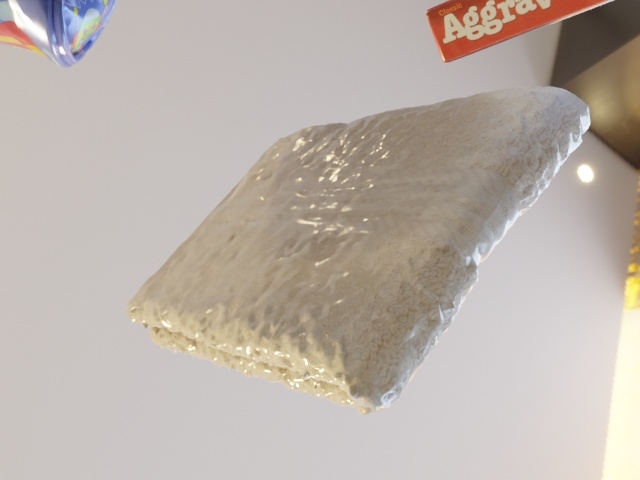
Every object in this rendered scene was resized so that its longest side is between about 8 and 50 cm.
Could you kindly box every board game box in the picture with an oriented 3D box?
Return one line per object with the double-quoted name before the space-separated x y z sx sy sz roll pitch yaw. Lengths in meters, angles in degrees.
"board game box" 0.169 -0.153 0.393 0.281 0.145 0.027 -39 -69 -54

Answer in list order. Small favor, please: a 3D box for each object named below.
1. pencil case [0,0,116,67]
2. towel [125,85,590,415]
"pencil case" -0.286 -0.225 0.527 0.306 0.119 0.133 18 -77 -1
"towel" 0.000 0.000 0.448 0.049 0.282 0.187 48 -112 -24
